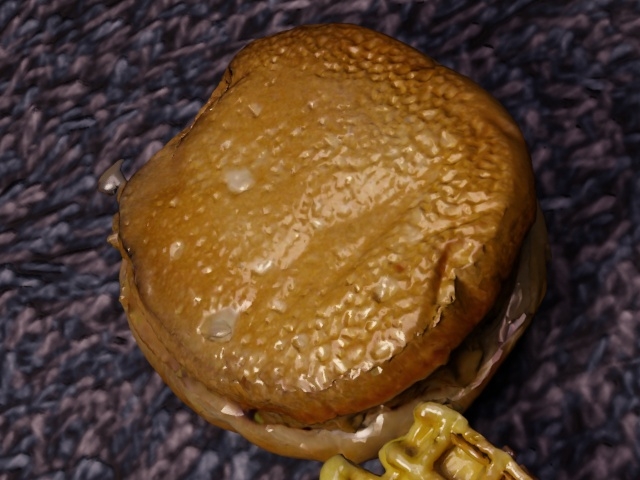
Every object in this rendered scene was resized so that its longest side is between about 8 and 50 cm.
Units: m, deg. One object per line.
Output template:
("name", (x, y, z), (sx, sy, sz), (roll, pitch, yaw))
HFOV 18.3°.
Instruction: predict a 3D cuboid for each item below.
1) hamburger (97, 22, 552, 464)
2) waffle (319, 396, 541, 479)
("hamburger", (0.000, 0.000, 1.371), (0.314, 0.170, 0.290), (35, 74, 30))
("waffle", (0.122, 0.248, 1.239), (0.283, 0.065, 0.309), (-10, 81, 10))
